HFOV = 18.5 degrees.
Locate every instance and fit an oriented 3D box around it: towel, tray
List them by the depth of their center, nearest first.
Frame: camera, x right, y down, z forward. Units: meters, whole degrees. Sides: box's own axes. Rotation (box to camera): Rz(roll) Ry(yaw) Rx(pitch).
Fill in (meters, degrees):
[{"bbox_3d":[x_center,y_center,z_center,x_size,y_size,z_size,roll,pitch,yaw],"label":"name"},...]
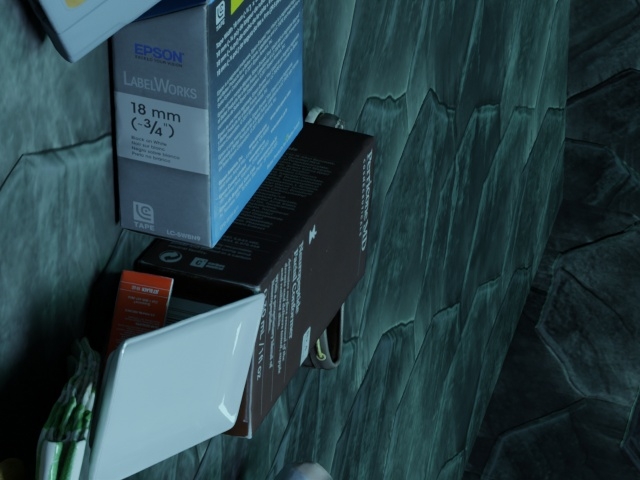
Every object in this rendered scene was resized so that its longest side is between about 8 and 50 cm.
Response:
[{"bbox_3d":[-0.232,0.236,1.705,0.325,0.038,0.247,-109,-151,-78],"label":"towel"},{"bbox_3d":[-0.137,0.132,1.822,0.270,0.030,0.145,-17,125,-64],"label":"tray"}]

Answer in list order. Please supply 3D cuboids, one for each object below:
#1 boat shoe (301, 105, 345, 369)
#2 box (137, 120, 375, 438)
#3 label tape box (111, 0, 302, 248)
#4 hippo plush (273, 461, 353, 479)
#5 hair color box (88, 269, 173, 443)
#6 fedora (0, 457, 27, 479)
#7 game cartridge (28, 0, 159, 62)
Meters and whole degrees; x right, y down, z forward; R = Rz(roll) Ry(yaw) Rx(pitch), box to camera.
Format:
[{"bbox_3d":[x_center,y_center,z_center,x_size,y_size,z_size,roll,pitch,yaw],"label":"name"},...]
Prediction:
[{"bbox_3d":[0.000,0.000,2.404,0.116,0.097,0.324,-28,129,-70],"label":"boat shoe"},{"bbox_3d":[-0.064,0.031,2.133,0.381,0.143,0.191,-56,154,-56],"label":"box"},{"bbox_3d":[-0.102,-0.199,1.864,0.240,0.106,0.333,-57,154,-51],"label":"label tape box"},{"bbox_3d":[-0.079,0.373,2.344,0.294,0.234,0.236,-38,148,13],"label":"hippo plush"},{"bbox_3d":[-0.181,0.115,1.884,0.093,0.053,0.167,147,-47,-84],"label":"hair color box"},{"bbox_3d":[-0.299,0.255,1.588,0.194,0.079,0.194,15,90,-83],"label":"fedora"},{"bbox_3d":[-0.162,-0.274,1.515,0.198,0.062,0.297,-34,154,-7],"label":"game cartridge"}]
